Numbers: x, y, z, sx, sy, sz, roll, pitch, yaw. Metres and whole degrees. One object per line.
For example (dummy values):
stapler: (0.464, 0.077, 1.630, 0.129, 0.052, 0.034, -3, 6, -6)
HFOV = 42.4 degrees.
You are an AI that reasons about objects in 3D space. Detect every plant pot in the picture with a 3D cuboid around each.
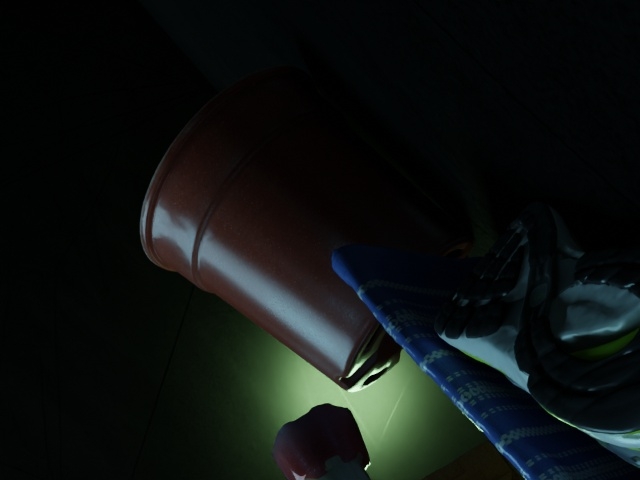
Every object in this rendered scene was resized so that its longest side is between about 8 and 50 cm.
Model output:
plant pot: (0.000, 0.000, 0.878, 0.265, 0.272, 0.272, 39, 175, 21)

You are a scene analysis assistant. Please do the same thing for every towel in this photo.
towel: (0.177, 0.112, 0.594, 0.243, 0.040, 0.336, 8, -150, -48)

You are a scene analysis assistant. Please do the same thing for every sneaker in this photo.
sneaker: (0.154, 0.062, 0.467, 0.121, 0.111, 0.300, 40, -174, -11)

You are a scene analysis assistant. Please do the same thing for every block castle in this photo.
block castle: (0.140, 0.281, 0.891, 0.213, 0.303, 0.453, 55, 169, 41)
